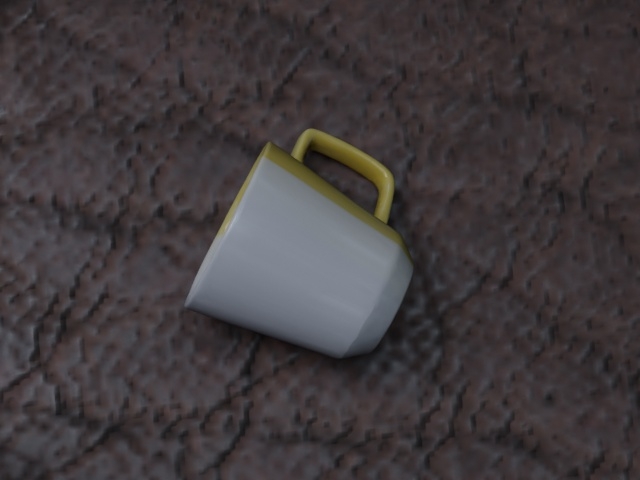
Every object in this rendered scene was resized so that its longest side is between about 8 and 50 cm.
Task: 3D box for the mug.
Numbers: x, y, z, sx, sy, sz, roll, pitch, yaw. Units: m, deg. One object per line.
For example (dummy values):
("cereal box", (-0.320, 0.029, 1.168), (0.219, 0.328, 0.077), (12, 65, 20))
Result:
("mug", (-0.001, 0.002, 0.590), (0.064, 0.062, 0.078), (27, 85, -4))
